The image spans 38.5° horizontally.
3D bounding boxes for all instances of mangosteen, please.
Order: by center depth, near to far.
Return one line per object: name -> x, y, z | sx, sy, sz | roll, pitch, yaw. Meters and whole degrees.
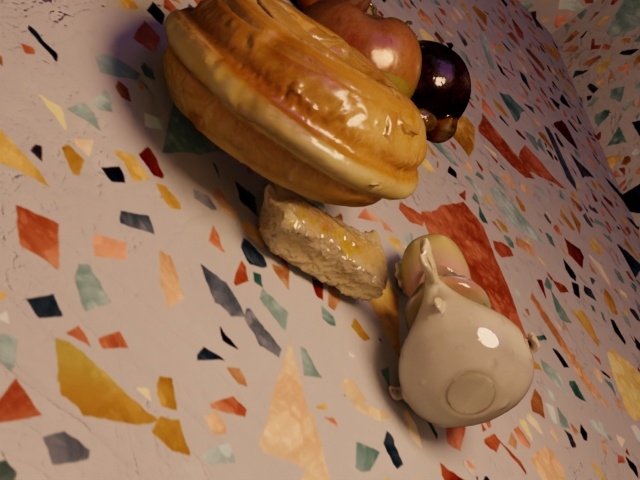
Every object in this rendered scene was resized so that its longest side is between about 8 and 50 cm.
mangosteen -> 0.199, -0.281, 1.869 | 0.211, 0.211, 0.250 | 30, 66, -37

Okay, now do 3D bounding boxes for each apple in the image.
apple -> 0.059, -0.323, 1.649 | 0.260, 0.194, 0.261 | 18, 9, -3

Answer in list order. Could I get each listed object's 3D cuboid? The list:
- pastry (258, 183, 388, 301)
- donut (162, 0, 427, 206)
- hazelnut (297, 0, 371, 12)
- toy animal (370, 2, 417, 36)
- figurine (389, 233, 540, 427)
pastry -> 0.003, 0.005, 1.342 | 0.258, 0.089, 0.121 | 26, 26, -40
donut -> -0.029, -0.206, 1.344 | 0.448, 0.198, 0.449 | 34, 18, -12
hazelnut -> 0.029, -0.537, 1.892 | 0.182, 0.182, 0.182 | 37, 32, -29
toy animal -> 0.184, -0.498, 2.190 | 0.220, 0.086, 0.069 | 48, -11, 0
figurine -> 0.192, 0.091, 1.418 | 0.394, 0.226, 0.275 | -94, 166, -59
